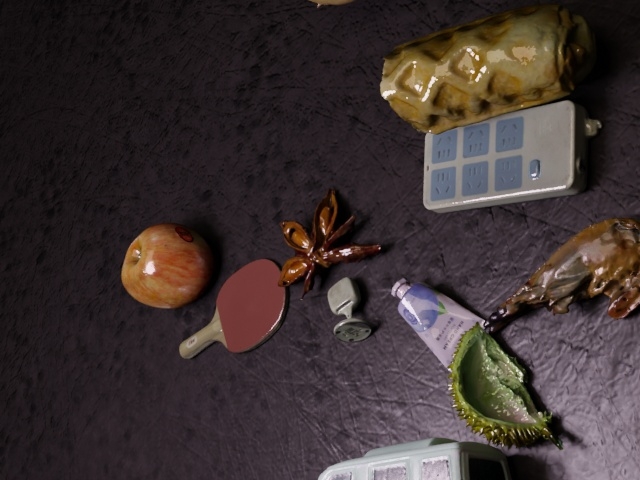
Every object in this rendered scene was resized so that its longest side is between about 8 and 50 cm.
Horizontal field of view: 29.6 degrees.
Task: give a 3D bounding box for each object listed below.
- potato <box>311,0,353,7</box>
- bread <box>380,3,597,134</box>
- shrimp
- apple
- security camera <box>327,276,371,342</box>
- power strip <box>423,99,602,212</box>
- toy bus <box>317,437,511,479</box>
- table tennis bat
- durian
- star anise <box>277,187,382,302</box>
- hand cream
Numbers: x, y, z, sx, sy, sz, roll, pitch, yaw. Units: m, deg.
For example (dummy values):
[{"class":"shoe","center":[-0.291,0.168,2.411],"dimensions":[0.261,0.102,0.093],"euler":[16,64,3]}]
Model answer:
[{"class":"potato","center":[0.049,-0.464,1.859],"dimensions":[0.239,0.116,0.299],"euler":[-62,33,3]},{"class":"bread","center":[0.223,-0.224,1.560],"dimensions":[0.267,0.152,0.130],"euler":[-13,101,30]},{"class":"shrimp","center":[0.297,0.068,1.473],"dimensions":[0.262,0.066,0.117],"euler":[-43,51,32]},{"class":"apple","center":[-0.255,0.042,1.997],"dimensions":[0.146,0.131,0.146],"euler":[-23,59,45]},{"class":"security camera","center":[0.041,0.096,1.744],"dimensions":[0.058,0.058,0.092],"euler":[-38,41,32]},{"class":"power strip","center":[0.243,-0.106,1.596],"dimensions":[0.270,0.046,0.118],"euler":[-7,72,44]},{"class":"toy bus","center":[0.110,0.342,1.528],"dimensions":[0.271,0.133,0.165],"euler":[-19,65,40]},{"class":"table tennis bat","center":[-0.139,0.124,1.936],"dimensions":[0.246,0.022,0.138],"euler":[-34,55,31]},{"class":"durian","center":[0.218,0.199,1.507],"dimensions":[0.100,0.086,0.215],"euler":[-40,52,12]},{"class":"star anise","center":[-0.003,-0.001,1.809],"dimensions":[0.212,0.053,0.157],"euler":[-36,55,35]},{"class":"hand cream","center":[0.151,0.102,1.627],"dimensions":[0.142,0.053,0.084],"euler":[43,108,33]}]
